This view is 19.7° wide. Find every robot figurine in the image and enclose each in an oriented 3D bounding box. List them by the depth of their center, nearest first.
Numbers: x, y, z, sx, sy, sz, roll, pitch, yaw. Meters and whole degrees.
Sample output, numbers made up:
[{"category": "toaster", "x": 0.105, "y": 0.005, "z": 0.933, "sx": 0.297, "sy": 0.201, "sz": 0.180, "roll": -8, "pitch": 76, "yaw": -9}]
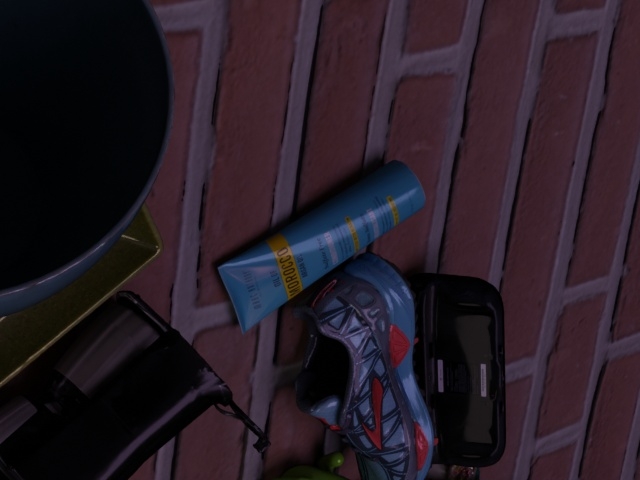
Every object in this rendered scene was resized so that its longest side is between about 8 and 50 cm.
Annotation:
[{"category": "robot figurine", "x": -0.001, "y": 0.255, "z": 1.779, "sx": 0.115, "sy": 0.067, "sz": 0.101, "roll": 26, "pitch": 61, "yaw": -48}]

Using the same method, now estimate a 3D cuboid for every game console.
[{"category": "game console", "x": 0.147, "y": 0.205, "z": 1.821, "sx": 0.044, "sy": 0.213, "sz": 0.361, "roll": -58, "pitch": 147, "yaw": -67}]

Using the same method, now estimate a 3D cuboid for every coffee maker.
[{"category": "coffee maker", "x": -0.166, "y": 0.155, "z": 1.480, "sx": 0.178, "sy": 0.171, "sz": 0.120, "roll": -44, "pitch": 153, "yaw": -16}]

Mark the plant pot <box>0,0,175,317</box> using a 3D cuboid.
[{"category": "plant pot", "x": -0.251, "y": -0.062, "z": 1.229, "sx": 0.290, "sy": 0.290, "sz": 0.195, "roll": -40, "pitch": 170, "yaw": -22}]

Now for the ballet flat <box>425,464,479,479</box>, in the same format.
[{"category": "ballet flat", "x": 0.130, "y": 0.199, "z": 1.887, "sx": 0.077, "sy": 0.091, "sz": 0.241, "roll": 4, "pitch": 107, "yaw": -14}]

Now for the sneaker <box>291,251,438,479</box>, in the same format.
[{"category": "sneaker", "x": 0.025, "y": 0.144, "z": 1.729, "sx": 0.125, "sy": 0.104, "sz": 0.261, "roll": -26, "pitch": 118, "yaw": -32}]

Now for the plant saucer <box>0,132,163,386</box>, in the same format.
[{"category": "plant saucer", "x": -0.229, "y": -0.009, "z": 1.419, "sx": 0.188, "sy": 0.045, "sz": 0.188, "roll": -41, "pitch": 135, "yaw": -22}]

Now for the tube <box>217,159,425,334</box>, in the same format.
[{"category": "tube", "x": 0.000, "y": 0.000, "z": 1.659, "sx": 0.207, "sy": 0.052, "sz": 0.080, "roll": -33, "pitch": 125, "yaw": -20}]
